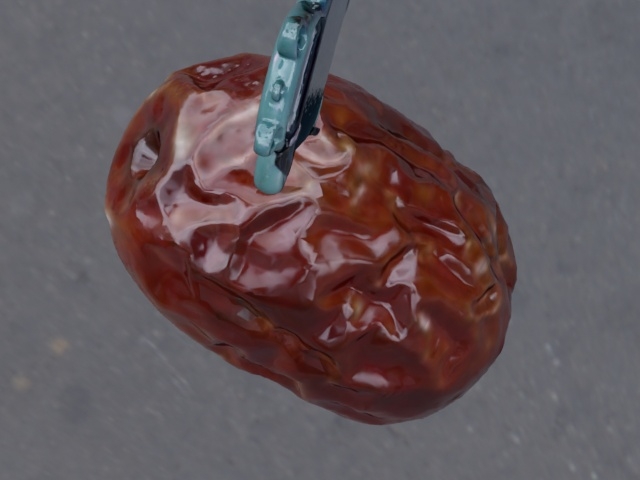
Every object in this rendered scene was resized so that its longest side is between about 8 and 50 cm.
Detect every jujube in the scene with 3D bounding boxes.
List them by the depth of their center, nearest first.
[{"bbox_3d":[0.000,0.000,1.064,0.174,0.250,0.174,-41,34,35],"label":"jujube"}]

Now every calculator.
[{"bbox_3d":[-0.007,-0.065,0.712,0.019,0.141,0.094,16,103,3],"label":"calculator"}]
